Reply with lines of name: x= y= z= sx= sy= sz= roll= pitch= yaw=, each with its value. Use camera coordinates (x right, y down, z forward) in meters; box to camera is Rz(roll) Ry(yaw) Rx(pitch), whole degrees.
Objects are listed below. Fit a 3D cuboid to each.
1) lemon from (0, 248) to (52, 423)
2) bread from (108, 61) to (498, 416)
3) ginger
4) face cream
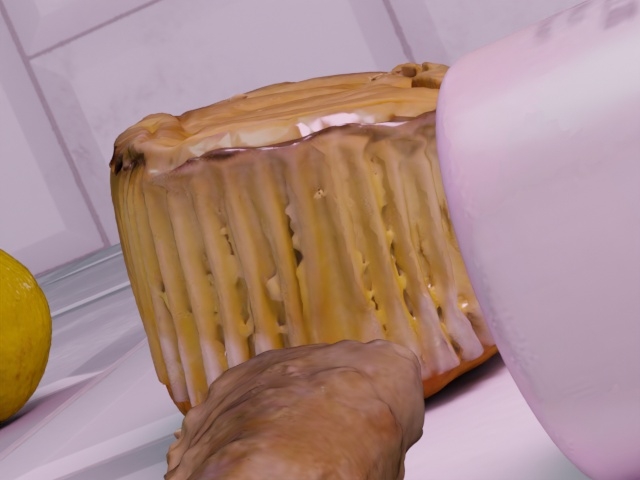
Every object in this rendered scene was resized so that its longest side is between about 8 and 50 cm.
lemon: x=-0.199 y=0.053 z=0.940 sx=0.109 sy=0.109 sz=0.133 roll=-22 pitch=20 yaw=20
bread: x=0.000 y=0.000 z=0.592 sx=0.132 sy=0.114 sz=0.190 roll=-14 pitch=14 yaw=-1
ginger: x=-0.018 y=0.059 z=0.375 sx=0.069 sy=0.051 sz=0.173 roll=-25 pitch=2 yaw=22
face cream: x=0.192 y=-0.053 z=0.302 sx=0.346 sy=0.102 sz=0.102 roll=-23 pitch=5 yaw=20
